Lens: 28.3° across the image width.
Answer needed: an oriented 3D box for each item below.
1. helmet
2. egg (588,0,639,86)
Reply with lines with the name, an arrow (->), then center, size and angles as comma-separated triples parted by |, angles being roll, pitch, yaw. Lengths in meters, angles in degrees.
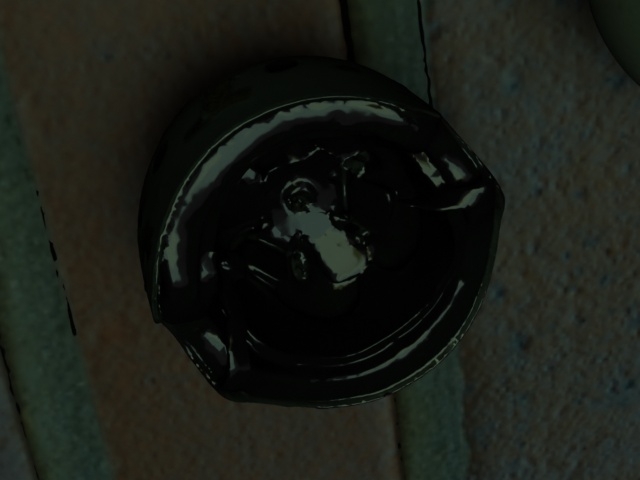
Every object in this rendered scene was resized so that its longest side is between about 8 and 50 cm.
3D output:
helmet -> -0.010, -0.013, 0.572 | 0.153, 0.107, 0.177 | -37, 139, 1
egg -> 0.215, -0.120, 0.555 | 0.209, 0.151, 0.151 | 1, 115, -24
